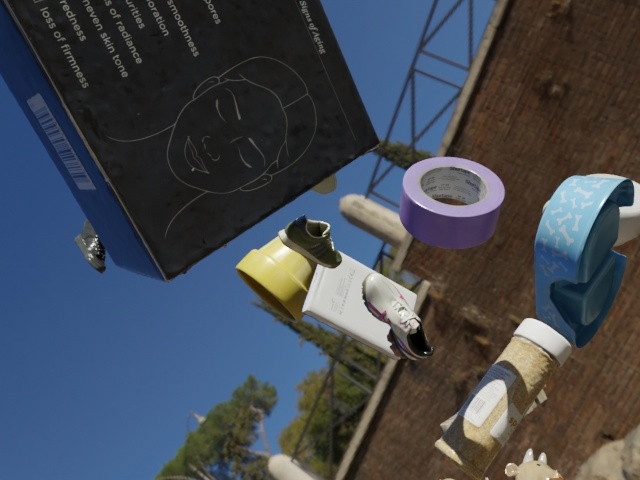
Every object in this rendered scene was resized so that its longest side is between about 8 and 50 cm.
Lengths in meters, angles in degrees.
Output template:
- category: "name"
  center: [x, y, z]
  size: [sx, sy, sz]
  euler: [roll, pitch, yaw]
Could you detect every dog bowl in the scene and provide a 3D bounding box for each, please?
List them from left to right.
- category: "dog bowl"
  center: [0.377, 0.029, 0.965]
  size: [0.166, 0.074, 0.297]
  euler: [-46, -40, -24]

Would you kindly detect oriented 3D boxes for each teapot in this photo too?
- category: "teapot"
  center: [0.843, -0.069, 1.981]
  size: [0.253, 0.256, 0.187]
  euler: [-13, -51, -18]

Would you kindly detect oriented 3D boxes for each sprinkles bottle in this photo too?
- category: "sprinkles bottle"
  center: [0.397, 0.341, 1.444]
  size: [0.355, 0.121, 0.121]
  euler: [-51, -26, -9]

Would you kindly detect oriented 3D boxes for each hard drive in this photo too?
- category: "hard drive"
  center: [0.117, 0.178, 1.884]
  size: [0.040, 0.319, 0.210]
  euler: [-33, 33, 55]

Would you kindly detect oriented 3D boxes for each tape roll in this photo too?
- category: "tape roll"
  center: [0.247, -0.074, 1.261]
  size: [0.189, 0.189, 0.080]
  euler: [-40, -35, -36]

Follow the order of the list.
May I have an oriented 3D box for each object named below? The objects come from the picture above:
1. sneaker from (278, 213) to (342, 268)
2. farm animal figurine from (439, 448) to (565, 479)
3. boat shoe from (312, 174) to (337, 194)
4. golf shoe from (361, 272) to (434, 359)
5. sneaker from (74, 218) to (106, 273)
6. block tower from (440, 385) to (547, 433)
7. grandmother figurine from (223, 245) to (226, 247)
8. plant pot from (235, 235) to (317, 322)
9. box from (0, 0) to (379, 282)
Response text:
- category: "sneaker"
  center: [0.000, 0.000, 1.514]
  size: [0.192, 0.064, 0.086]
  euler: [27, -61, -39]
- category: "farm animal figurine"
  center: [0.316, 0.416, 0.994]
  size: [0.330, 0.327, 0.172]
  euler: [36, -130, -30]
- category: "boat shoe"
  center: [-0.029, -0.278, 2.327]
  size: [0.114, 0.091, 0.302]
  euler: [-21, -40, 10]
- category: "golf shoe"
  center: [0.143, 0.133, 1.189]
  size: [0.067, 0.086, 0.186]
  euler: [-43, -70, -30]
- category: "sneaker"
  center: [-0.549, 0.002, 1.642]
  size: [0.089, 0.170, 0.051]
  euler: [-41, -36, -8]
- category: "block tower"
  center: [0.480, 0.459, 1.802]
  size: [0.336, 0.090, 0.097]
  euler: [-23, -4, -34]
- category: "grandmother figurine"
  center: [-0.175, -0.151, 1.582]
  size: [0.104, 0.208, 0.342]
  euler: [30, -88, -36]
- category: "plant pot"
  center: [-0.090, 0.083, 2.038]
  size: [0.239, 0.254, 0.254]
  euler: [-49, -27, -15]
- category: "box"
  center: [-0.226, -0.260, 1.136]
  size: [0.472, 0.297, 0.479]
  euler: [-34, -69, -26]
